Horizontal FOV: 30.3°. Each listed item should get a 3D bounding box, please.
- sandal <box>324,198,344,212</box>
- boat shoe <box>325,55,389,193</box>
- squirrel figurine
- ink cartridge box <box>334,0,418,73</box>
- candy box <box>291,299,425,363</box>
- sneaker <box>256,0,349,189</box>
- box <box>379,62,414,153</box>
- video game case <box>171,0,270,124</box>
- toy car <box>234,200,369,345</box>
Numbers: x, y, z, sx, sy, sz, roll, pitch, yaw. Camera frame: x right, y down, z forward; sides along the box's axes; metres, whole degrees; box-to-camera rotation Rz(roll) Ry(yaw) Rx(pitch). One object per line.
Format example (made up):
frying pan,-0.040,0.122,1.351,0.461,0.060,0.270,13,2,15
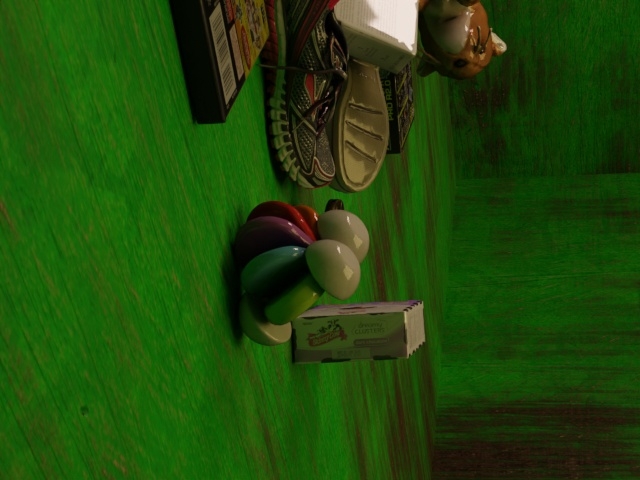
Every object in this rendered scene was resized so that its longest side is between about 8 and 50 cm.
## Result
sandal,0.000,0.000,1.746,0.219,0.060,0.090,102,-4,-77
boat shoe,0.028,-0.205,1.730,0.113,0.103,0.302,23,62,-45
squirrel figurine,0.241,-0.517,2.339,0.397,0.281,0.371,-96,164,-64
ink cartridge box,0.030,-0.398,1.690,0.060,0.238,0.275,-41,-143,51
candy box,0.059,0.132,1.726,0.196,0.164,0.070,-9,96,-78
sneaker,-0.013,-0.204,1.556,0.121,0.112,0.299,-73,158,-58
box,0.151,-0.324,2.504,0.270,0.060,0.216,-65,152,-65
video game case,-0.114,-0.301,1.266,0.248,0.035,0.275,-73,157,-57
toy car,-0.039,0.021,1.383,0.136,0.159,0.182,47,26,-15
